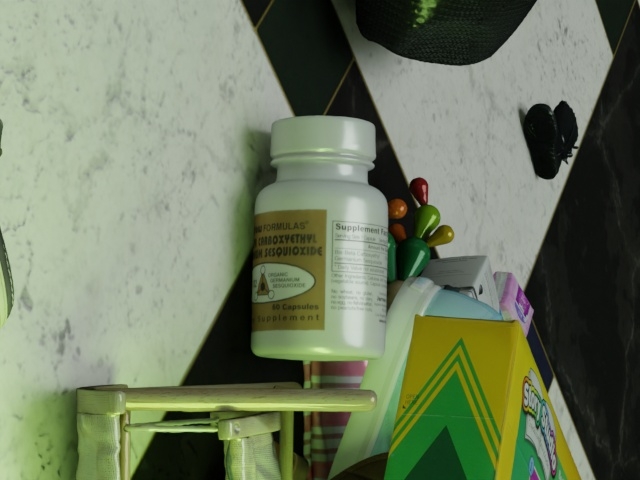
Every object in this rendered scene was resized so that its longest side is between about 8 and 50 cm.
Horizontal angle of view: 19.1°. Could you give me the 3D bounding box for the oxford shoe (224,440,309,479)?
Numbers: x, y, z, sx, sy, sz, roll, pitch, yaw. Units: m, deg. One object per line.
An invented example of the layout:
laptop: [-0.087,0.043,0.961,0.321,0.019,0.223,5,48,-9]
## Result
oxford shoe: [-0.087,0.273,1.751,0.076,0.076,0.212,36,54,-18]

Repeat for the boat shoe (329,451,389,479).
boat shoe: [0.007,0.313,1.816,0.257,0.095,0.095,-42,140,-13]

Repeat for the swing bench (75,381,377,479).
swing bench: [-0.097,0.248,1.590,0.254,0.165,0.253,2,87,-28]

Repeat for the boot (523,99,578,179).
boot: [0.307,-0.150,2.499,0.099,0.045,0.121,-55,142,-44]

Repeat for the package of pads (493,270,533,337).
package of pads: [0.236,0.081,2.366,0.083,0.032,0.050,56,43,-44]

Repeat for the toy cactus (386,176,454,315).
toy cactus: [0.079,0.026,1.992,0.219,0.112,0.180,-29,102,-61]

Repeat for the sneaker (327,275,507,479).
sneaker: [0.099,0.228,1.900,0.135,0.150,0.366,-11,118,-70]

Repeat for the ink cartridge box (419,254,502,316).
ink cartridge box: [0.147,0.122,2.128,0.191,0.082,0.140,-61,140,-59]

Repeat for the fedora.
fedora: [0.134,-0.280,2.031,0.334,0.334,0.152,-37,150,-56]

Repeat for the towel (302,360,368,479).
towel: [0.027,0.167,1.983,0.144,0.029,0.197,4,85,-60]

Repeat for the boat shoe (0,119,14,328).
boat shoe: [-0.274,-0.068,1.379,0.092,0.103,0.285,-39,116,-50]

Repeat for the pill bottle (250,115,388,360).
pill bottle: [0.000,0.000,1.839,0.131,0.131,0.229,13,77,-60]

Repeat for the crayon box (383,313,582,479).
crayon box: [0.145,0.290,1.687,0.363,0.106,0.313,63,33,-53]
